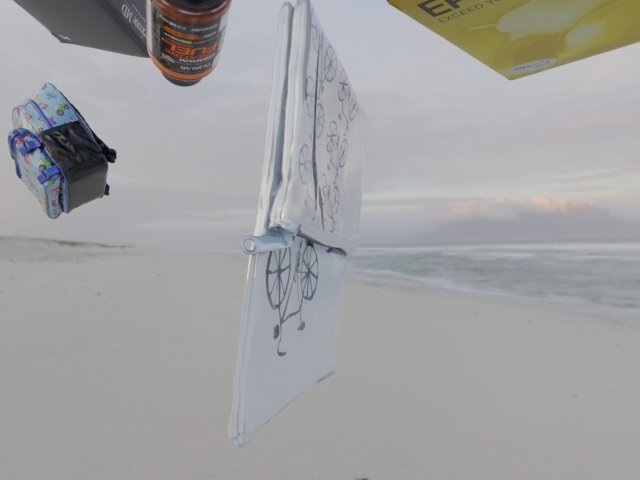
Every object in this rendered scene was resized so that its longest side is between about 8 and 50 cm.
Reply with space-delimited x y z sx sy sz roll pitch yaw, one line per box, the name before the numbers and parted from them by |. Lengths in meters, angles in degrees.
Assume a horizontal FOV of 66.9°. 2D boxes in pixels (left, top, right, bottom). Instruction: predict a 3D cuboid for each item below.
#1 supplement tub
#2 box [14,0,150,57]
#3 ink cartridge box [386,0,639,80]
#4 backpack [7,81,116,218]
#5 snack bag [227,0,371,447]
supplement tub | -0.181 -0.287 0.652 0.105 0.106 0.198 -2 -12 -18
box | -0.406 -0.589 0.858 0.211 0.396 0.293 13 -4 4
ink cartridge box | 0.206 -0.225 0.345 0.307 0.072 0.303 2 -3 -42
backpack | -0.413 -0.144 0.748 0.116 0.173 0.158 -35 -1 -34
snack bag | 0.000 0.000 0.490 0.037 0.343 0.323 7 -4 14
